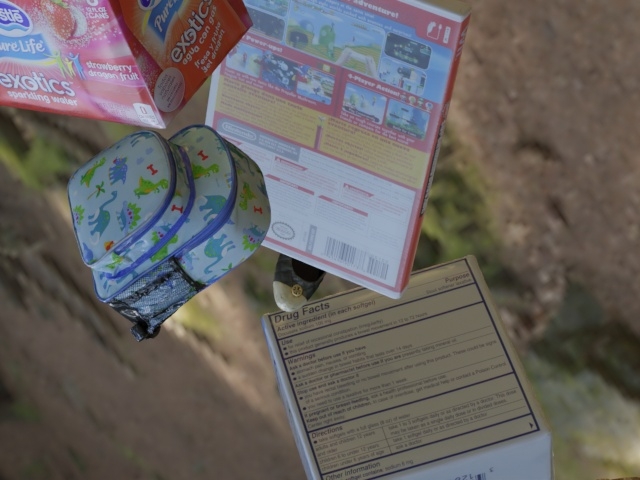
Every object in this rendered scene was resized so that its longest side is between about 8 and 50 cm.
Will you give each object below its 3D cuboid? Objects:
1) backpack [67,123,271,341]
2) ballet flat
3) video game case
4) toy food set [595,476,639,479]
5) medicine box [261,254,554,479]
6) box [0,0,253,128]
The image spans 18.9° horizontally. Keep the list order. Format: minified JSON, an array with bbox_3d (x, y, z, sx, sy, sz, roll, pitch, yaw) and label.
[{"bbox_3d":[-0.093,-0.016,1.173,0.084,0.114,0.105,44,-160,-45],"label":"backpack"},{"bbox_3d":[0.000,0.000,2.092,0.057,0.173,0.049,34,168,-23],"label":"ballet flat"},{"bbox_3d":[0.003,-0.102,1.592,0.204,0.025,0.285,22,128,15],"label":"video game case"},{"bbox_3d":[0.242,0.233,1.604,0.192,0.132,0.038,-2,121,37],"label":"toy food set"},{"bbox_3d":[0.099,0.192,2.198,0.149,0.263,0.289,79,173,-46],"label":"medicine box"},{"bbox_3d":[-0.195,-0.177,1.372,0.257,0.122,0.128,10,139,34],"label":"box"}]
